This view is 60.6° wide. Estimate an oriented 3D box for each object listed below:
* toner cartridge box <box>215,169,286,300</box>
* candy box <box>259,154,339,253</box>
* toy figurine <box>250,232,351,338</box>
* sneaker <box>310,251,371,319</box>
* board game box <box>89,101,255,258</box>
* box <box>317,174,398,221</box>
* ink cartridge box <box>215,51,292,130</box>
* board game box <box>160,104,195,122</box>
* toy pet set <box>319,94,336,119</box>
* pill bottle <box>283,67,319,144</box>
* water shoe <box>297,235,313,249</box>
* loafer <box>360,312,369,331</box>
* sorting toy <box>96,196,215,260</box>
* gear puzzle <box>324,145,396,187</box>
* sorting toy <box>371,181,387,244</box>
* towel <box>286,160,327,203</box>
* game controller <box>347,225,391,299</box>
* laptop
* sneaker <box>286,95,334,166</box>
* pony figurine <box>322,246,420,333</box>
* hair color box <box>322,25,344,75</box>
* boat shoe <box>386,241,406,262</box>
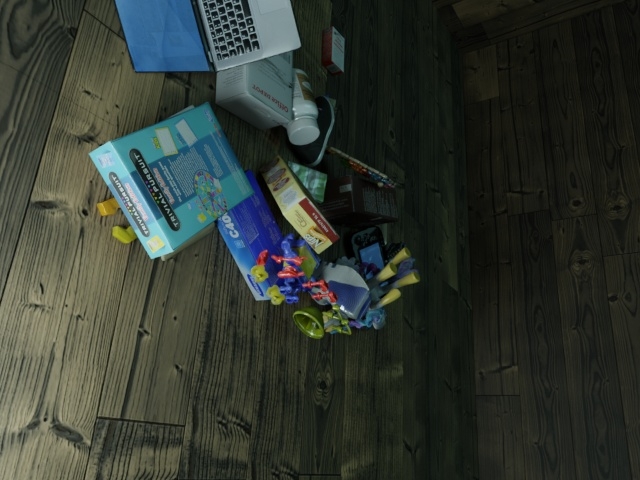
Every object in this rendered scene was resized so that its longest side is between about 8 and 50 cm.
[{"bbox_3d":[-0.195,-0.013,1.592,0.165,0.075,0.347,-52,125,-50],"label":"toner cartridge box"},{"bbox_3d":[-0.069,-0.115,1.648,0.183,0.087,0.316,50,6,-35],"label":"candy box"},{"bbox_3d":[-0.028,0.096,1.596,0.362,0.191,0.217,57,33,-36],"label":"toy figurine"},{"bbox_3d":[0.043,0.150,1.760,0.127,0.315,0.182,-52,145,-12],"label":"sneaker"},{"bbox_3d":[-0.320,-0.149,1.257,0.253,0.079,0.336,64,35,-14],"label":"board game box"},{"bbox_3d":[0.128,-0.135,2.041,0.381,0.191,0.143,9,74,-57],"label":"box"},{"bbox_3d":[-0.198,-0.527,1.680,0.223,0.129,0.307,21,65,-55],"label":"ink cartridge box"},{"bbox_3d":[-0.360,-0.192,1.340,0.193,0.053,0.305,61,35,-17],"label":"board game box"},{"bbox_3d":[0.014,-0.491,2.105,0.114,0.065,0.122,99,14,-47],"label":"toy pet set"},{"bbox_3d":[-0.078,-0.436,1.797,0.131,0.131,0.229,20,49,-55],"label":"pill bottle"},{"bbox_3d":[0.000,0.000,1.899,0.203,0.080,0.073,-21,100,-58],"label":"water shoe"},{"bbox_3d":[0.141,0.267,2.081,0.061,0.062,0.170,-10,81,-50],"label":"loafer"},{"bbox_3d":[-0.384,-0.073,1.335,0.307,0.041,0.229,-41,116,-55],"label":"sorting toy"},{"bbox_3d":[0.108,-0.273,1.974,0.044,0.339,0.175,-61,159,6],"label":"gear puzzle"},{"bbox_3d":[0.237,-0.089,2.321,0.196,0.047,0.347,45,44,-60],"label":"sorting toy"},{"bbox_3d":[-0.051,-0.196,1.844,0.152,0.023,0.113,16,74,-22],"label":"towel"},{"bbox_3d":[0.204,0.105,2.170,0.166,0.067,0.319,-19,103,-22],"label":"game controller"},{"bbox_3d":[-0.299,-0.655,1.416,0.236,0.408,0.382,-62,138,-81],"label":"laptop"},{"bbox_3d":[-0.035,-0.422,1.936,0.147,0.105,0.295,44,51,-51],"label":"sneaker"},{"bbox_3d":[0.169,0.173,1.905,0.303,0.363,0.351,53,28,1],"label":"pony figurine"},{"bbox_3d":[0.052,-0.769,2.229,0.093,0.053,0.167,27,60,-51],"label":"hair color box"},{"bbox_3d":[0.316,0.069,2.389,0.065,0.083,0.183,60,37,-29],"label":"boat shoe"}]
